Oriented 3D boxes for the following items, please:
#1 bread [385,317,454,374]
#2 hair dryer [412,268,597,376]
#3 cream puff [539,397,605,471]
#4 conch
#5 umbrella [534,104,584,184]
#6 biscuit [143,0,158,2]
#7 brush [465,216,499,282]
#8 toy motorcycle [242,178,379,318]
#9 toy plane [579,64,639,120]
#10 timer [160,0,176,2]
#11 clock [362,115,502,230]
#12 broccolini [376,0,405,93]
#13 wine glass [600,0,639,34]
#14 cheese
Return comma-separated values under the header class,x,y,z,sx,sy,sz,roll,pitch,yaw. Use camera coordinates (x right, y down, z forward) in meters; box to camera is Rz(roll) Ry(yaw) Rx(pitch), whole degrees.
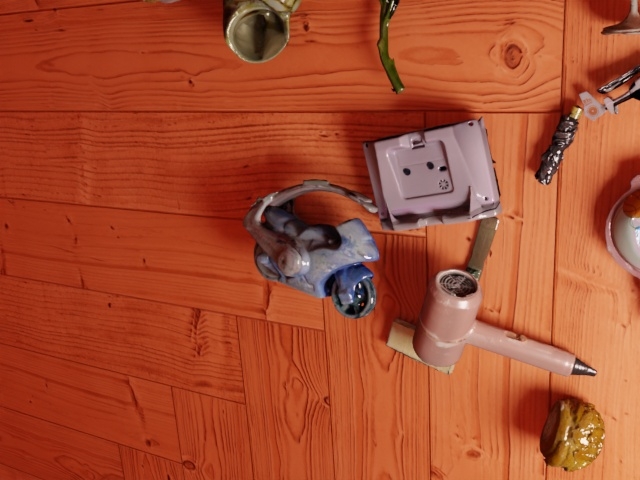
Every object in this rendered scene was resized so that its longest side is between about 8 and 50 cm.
class,x,y,z,sx,sy,sz,roll,pitch,yaw
bread,0.213,0.221,1.442,0.153,0.028,0.068,21,116,24
hair dryer,0.357,0.182,1.303,0.344,0.107,0.189,17,131,10
cream puff,0.475,0.364,1.282,0.103,0.126,0.144,15,124,8
conch,-0.108,-0.463,1.340,0.181,0.124,0.187,-16,123,24
umbrella,0.412,-0.164,1.185,0.037,0.040,0.144,33,119,27
biscuit,-0.360,-0.586,1.373,0.220,0.033,0.220,19,127,26
brush,0.301,0.041,1.328,0.034,0.027,0.190,22,116,20
toy motorcycle,-0.014,0.005,1.390,0.319,0.182,0.241,22,131,30
toy plane,0.517,-0.243,1.092,0.197,0.053,0.078,-26,85,33
timer,-0.313,-0.625,1.396,0.262,0.087,0.237,-15,107,43
clock,0.203,-0.119,1.296,0.253,0.083,0.186,-8,102,32
broccolini,0.161,-0.402,1.234,0.123,0.062,0.271,11,107,43
wine glass,0.474,-0.405,1.028,0.122,0.122,0.183,6,116,29
cheese,0.576,0.023,1.133,0.189,0.074,0.286,-7,104,33
